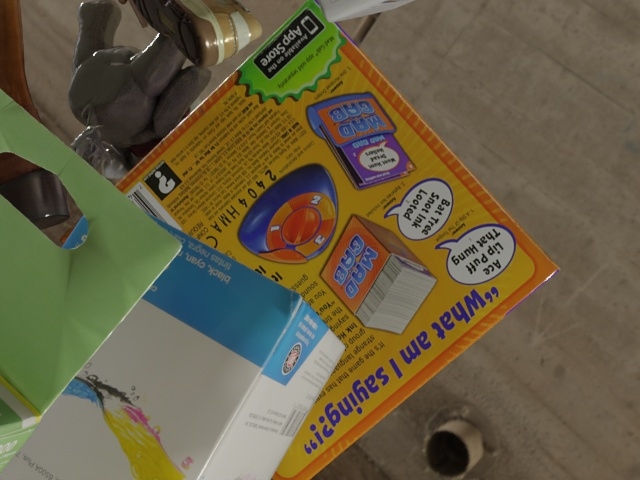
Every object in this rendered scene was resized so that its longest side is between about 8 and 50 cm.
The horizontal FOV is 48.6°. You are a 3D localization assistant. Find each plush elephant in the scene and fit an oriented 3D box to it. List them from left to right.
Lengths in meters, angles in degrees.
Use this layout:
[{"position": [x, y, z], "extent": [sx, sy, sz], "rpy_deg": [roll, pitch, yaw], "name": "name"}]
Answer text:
[{"position": [-0.282, -0.209, 1.200], "extent": [0.272, 0.329, 0.255], "rpy_deg": [7, -18, 24], "name": "plush elephant"}]

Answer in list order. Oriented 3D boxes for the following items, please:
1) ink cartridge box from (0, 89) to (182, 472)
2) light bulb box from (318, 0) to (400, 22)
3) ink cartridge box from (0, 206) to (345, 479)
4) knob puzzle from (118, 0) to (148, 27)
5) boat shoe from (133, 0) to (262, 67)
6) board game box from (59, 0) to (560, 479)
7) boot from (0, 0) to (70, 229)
[{"position": [-0.212, 0.041, 0.366], "extent": [0.171, 0.235, 0.056], "rpy_deg": [39, 3, 10], "name": "ink cartridge box"}, {"position": [0.130, -0.426, 0.599], "extent": [0.357, 0.361, 0.225], "rpy_deg": [68, 28, -13], "name": "light bulb box"}, {"position": [-0.120, 0.122, 0.497], "extent": [0.168, 0.232, 0.171], "rpy_deg": [27, -12, 18], "name": "ink cartridge box"}, {"position": [-0.321, -0.437, 1.068], "extent": [0.213, 0.030, 0.213], "rpy_deg": [-21, 90, -89], "name": "knob puzzle"}, {"position": [-0.116, -0.218, 0.637], "extent": [0.072, 0.068, 0.190], "rpy_deg": [-25, 56, -22], "name": "boat shoe"}, {"position": [0.000, 0.000, 0.863], "extent": [0.356, 0.356, 0.356], "rpy_deg": [48, 8, 1], "name": "board game box"}, {"position": [-0.411, -0.124, 0.712], "extent": [0.096, 0.264, 0.280], "rpy_deg": [68, 5, -85], "name": "boot"}]
